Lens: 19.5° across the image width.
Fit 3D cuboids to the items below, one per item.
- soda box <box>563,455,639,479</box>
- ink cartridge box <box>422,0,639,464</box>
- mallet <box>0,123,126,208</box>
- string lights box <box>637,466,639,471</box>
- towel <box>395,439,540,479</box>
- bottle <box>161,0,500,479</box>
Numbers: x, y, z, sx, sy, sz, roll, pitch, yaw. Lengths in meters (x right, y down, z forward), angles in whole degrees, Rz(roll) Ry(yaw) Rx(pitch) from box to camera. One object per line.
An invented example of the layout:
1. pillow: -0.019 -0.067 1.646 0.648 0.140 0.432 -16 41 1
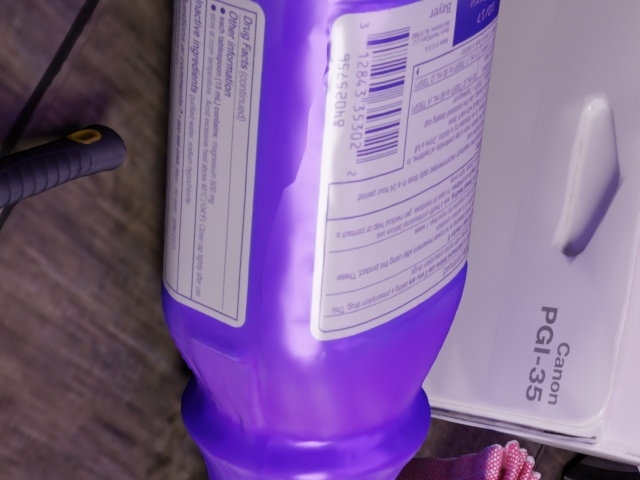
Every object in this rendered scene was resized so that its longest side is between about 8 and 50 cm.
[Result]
1. soda box: 0.204 0.136 1.111 0.169 0.060 0.053 -30 134 -48
2. ink cartridge box: 0.174 0.001 0.830 0.283 0.117 0.207 18 82 -46
3. mallet: -0.105 -0.004 0.516 0.189 0.062 0.039 -21 127 -53
4. string lights box: 0.258 0.020 1.062 0.259 0.076 0.133 -43 116 -38
5. towel: 0.000 0.164 0.744 0.029 0.144 0.197 42 67 -16
6. bottle: 0.000 0.000 0.660 0.118 0.092 0.283 -29 132 -47
